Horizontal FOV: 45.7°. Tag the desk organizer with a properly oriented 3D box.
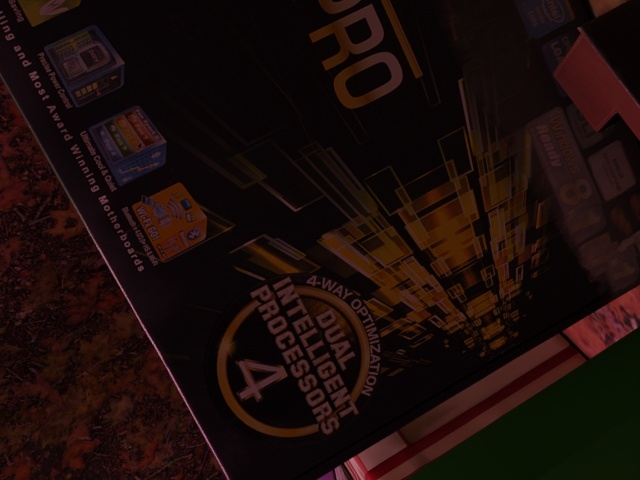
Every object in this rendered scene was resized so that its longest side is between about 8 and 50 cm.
[{"bbox_3d":[0.186,-0.062,0.407,0.130,0.047,0.050,58,169,13],"label":"desk organizer"}]

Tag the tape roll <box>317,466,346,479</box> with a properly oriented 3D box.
[{"bbox_3d":[-0.009,0.285,0.793,0.189,0.080,0.188,-14,-90,-87],"label":"tape roll"}]

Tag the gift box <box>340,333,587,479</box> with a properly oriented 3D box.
[{"bbox_3d":[0.142,0.233,0.740,0.276,0.258,0.255,48,162,42],"label":"gift box"}]

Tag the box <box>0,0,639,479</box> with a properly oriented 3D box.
[{"bbox_3d":[0.000,-0.088,0.455,0.394,0.318,0.097,65,168,-12],"label":"box"}]

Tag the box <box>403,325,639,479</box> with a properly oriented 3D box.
[{"bbox_3d":[0.195,0.201,0.454,0.231,0.262,0.127,66,166,-19],"label":"box"}]
